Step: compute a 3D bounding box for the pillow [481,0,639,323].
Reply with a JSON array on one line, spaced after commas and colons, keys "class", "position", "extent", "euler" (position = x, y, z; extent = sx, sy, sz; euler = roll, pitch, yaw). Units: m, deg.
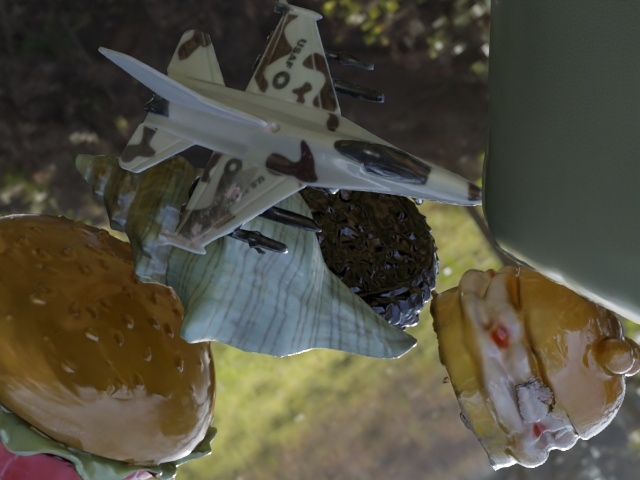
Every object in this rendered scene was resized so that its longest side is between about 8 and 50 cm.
[{"class": "pillow", "position": [0.147, -0.097, 0.492], "extent": [0.120, 0.322, 0.255], "euler": [-25, -144, -30]}]

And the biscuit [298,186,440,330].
[{"class": "biscuit", "position": [0.000, 0.000, 1.134], "extent": [0.194, 0.194, 0.053], "euler": [-28, 156, -47]}]

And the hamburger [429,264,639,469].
[{"class": "hamburger", "position": [0.289, 0.147, 1.979], "extent": [0.237, 0.276, 0.276], "euler": [-20, 179, 15]}]

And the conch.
[{"class": "conch", "position": [-0.055, 0.004, 0.979], "extent": [0.137, 0.234, 0.114], "euler": [-35, 149, -46]}]

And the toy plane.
[{"class": "toy plane", "position": [-0.011, -0.051, 0.834], "extent": [0.160, 0.234, 0.082], "euler": [-64, 165, -14]}]

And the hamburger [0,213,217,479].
[{"class": "hamburger", "position": [-0.209, 0.100, 1.177], "extent": [0.212, 0.274, 0.274], "euler": [-48, 168, 28]}]
